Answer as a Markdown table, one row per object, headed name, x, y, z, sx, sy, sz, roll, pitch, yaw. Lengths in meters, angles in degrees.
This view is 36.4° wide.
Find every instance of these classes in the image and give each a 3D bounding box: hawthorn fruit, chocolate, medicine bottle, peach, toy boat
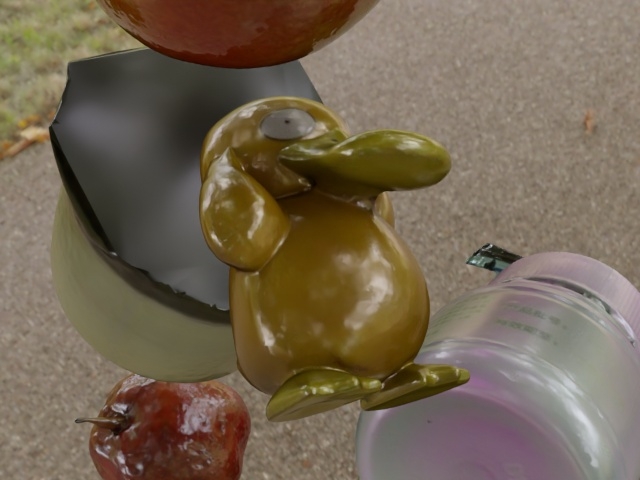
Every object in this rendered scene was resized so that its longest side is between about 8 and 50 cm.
| name | x | y | z | sx | sy | sz | roll | pitch | yaw |
| --- | --- | --- | --- | --- | --- | --- | --- | --- | --- |
| hawthorn fruit | -0.223 | 0.254 | 1.289 | 0.207 | 0.243 | 0.208 | -19 | 57 | 34 |
| chocolate | -0.152 | -0.013 | 1.055 | 0.314 | 0.326 | 0.297 | -23 | -9 | -40 |
| medicine bottle | 0.205 | 0.164 | 0.983 | 0.256 | 0.256 | 0.325 | -1 | 20 | 29 |
| peach | -0.043 | -0.215 | 0.561 | 0.230 | 0.231 | 0.231 | -16 | 41 | 14 |
| toy boat | 0.242 | 0.052 | 1.180 | 0.140 | 0.059 | 0.066 | 23 | 90 | 5 |

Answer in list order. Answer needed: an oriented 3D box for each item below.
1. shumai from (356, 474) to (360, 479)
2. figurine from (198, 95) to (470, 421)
| name | x | y | z | sx | sy | sz | roll | pitch | yaw |
| --- | --- | --- | --- | --- | --- | --- | --- | --- | --- |
| shumai | 0.216 | 0.446 | 1.465 | 0.397 | 0.323 | 0.324 | -21 | 60 | -27 |
| figurine | -0.003 | 0.009 | 0.695 | 0.215 | 0.215 | 0.228 | 3 | 89 | 32 |
